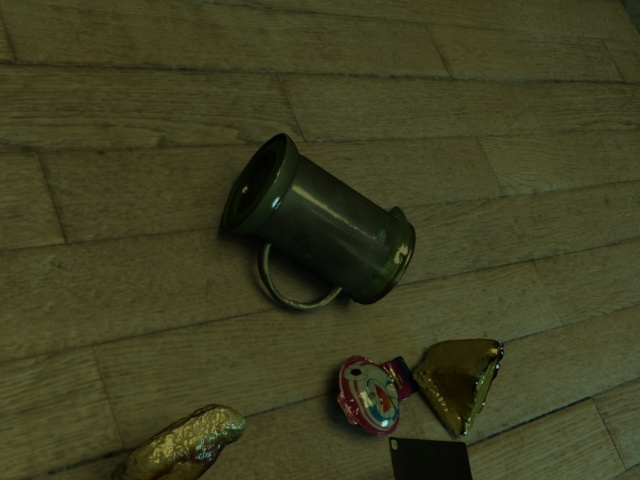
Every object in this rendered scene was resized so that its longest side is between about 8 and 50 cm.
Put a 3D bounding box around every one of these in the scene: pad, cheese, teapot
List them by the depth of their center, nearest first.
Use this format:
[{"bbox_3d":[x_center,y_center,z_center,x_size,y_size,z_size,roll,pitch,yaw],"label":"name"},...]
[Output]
[{"bbox_3d":[0.108,0.270,1.576,0.244,0.062,0.155,-14,73,-55],"label":"cheese"},{"bbox_3d":[0.000,0.000,1.586,0.337,0.200,0.270,32,74,-21],"label":"teapot"},{"bbox_3d":[0.208,0.421,1.602,0.193,0.004,0.116,13,57,-33],"label":"pad"}]

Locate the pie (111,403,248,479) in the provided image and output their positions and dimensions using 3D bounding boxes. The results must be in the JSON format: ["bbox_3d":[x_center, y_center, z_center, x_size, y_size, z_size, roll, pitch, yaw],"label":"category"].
[{"bbox_3d":[-0.199,0.303,1.229,0.205,0.179,0.084,-27,77,-38],"label":"pie"}]

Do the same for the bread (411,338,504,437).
[{"bbox_3d":[0.289,0.270,1.646,0.169,0.160,0.140,55,44,-5],"label":"bread"}]
